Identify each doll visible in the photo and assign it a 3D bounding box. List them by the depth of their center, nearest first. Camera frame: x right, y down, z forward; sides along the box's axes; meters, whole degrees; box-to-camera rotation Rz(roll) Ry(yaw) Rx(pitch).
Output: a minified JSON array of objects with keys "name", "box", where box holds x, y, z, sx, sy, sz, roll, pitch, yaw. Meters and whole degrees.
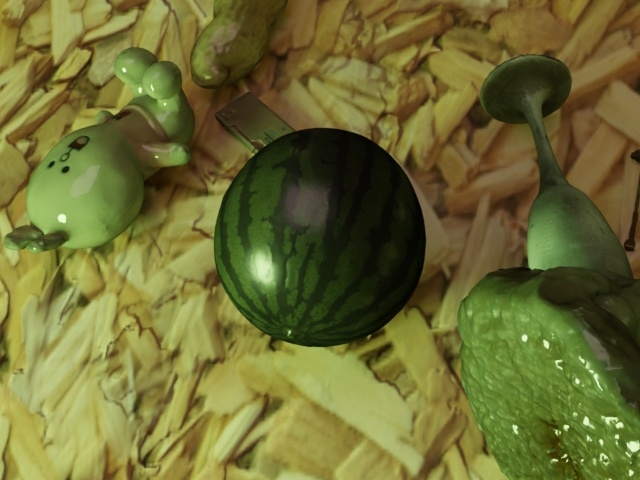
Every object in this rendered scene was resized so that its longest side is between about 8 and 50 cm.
[{"name":"doll","box":[-0.227,-0.078,1.715,0.155,0.113,0.275,17,66,40]}]

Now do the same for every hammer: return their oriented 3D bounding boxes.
[{"name":"hammer","box":[0.314,-0.041,1.561,0.029,0.014,0.123,-3,54,27]}]

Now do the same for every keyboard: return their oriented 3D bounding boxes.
[{"name":"keyboard","box":[-0.053,-0.107,1.735,0.055,0.017,0.166,-34,50,-16]}]

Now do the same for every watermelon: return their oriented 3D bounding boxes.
[{"name":"watermelon","box":[0.000,0.000,1.505,0.212,0.212,0.212,-9,50,11]}]

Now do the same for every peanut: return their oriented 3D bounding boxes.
[{"name":"peanut","box":[-0.095,-0.247,1.823,0.082,0.082,0.187,5,56,22]}]

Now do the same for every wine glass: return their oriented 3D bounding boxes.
[{"name":"wine glass","box":[0.260,-0.095,1.475,0.096,0.264,0.310,9,46,-20]}]

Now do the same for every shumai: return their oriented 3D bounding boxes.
[{"name":"shumai","box":[0.286,0.105,1.284,0.263,0.304,0.309,-27,53,-19]}]
